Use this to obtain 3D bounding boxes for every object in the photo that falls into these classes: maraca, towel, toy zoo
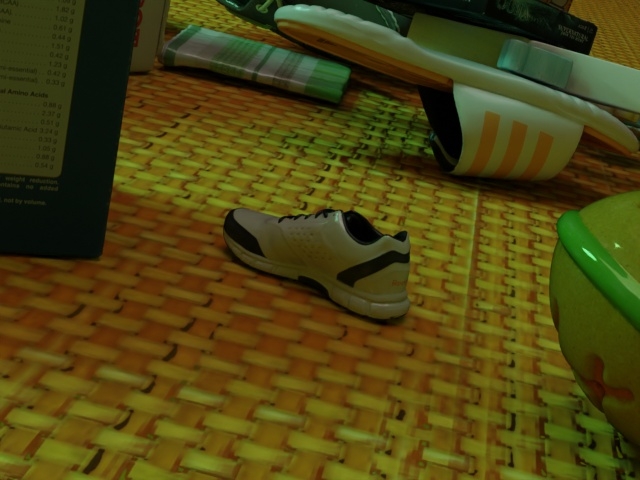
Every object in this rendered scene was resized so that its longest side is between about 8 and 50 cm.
[{"bbox_3d":[0.165,0.050,0.469,0.185,0.099,0.127,42,19,10],"label":"maraca"},{"bbox_3d":[-0.051,-0.143,1.015,0.152,0.023,0.113,15,21,2],"label":"towel"},{"bbox_3d":[0.185,-0.119,0.944,0.192,0.030,0.293,20,4,24],"label":"toy zoo"}]

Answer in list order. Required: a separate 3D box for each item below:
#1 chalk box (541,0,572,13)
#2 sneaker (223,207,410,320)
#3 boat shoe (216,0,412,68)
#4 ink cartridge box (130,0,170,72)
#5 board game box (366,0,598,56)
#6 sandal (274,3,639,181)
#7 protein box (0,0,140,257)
[{"bbox_3d":[0.102,-0.275,1.159,0.180,0.179,0.289,28,13,37],"label":"chalk box"},{"bbox_3d":[0.000,0.000,0.589,0.109,0.044,0.040,21,22,29],"label":"sneaker"},{"bbox_3d":[-0.039,-0.235,1.073,0.305,0.109,0.091,37,34,25],"label":"boat shoe"},{"bbox_3d":[-0.237,-0.226,0.848,0.117,0.201,0.278,26,23,35],"label":"ink cartridge box"},{"bbox_3d":[0.094,-0.177,0.901,0.126,0.026,0.186,10,10,-44],"label":"board game box"},{"bbox_3d":[0.085,-0.087,0.840,0.265,0.076,0.102,18,4,-7],"label":"sandal"},{"bbox_3d":[-0.193,-0.114,0.552,0.199,0.201,0.136,4,20,-22],"label":"protein box"}]
